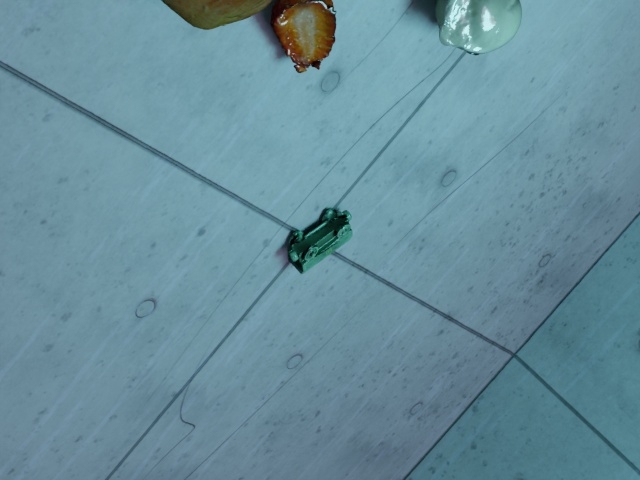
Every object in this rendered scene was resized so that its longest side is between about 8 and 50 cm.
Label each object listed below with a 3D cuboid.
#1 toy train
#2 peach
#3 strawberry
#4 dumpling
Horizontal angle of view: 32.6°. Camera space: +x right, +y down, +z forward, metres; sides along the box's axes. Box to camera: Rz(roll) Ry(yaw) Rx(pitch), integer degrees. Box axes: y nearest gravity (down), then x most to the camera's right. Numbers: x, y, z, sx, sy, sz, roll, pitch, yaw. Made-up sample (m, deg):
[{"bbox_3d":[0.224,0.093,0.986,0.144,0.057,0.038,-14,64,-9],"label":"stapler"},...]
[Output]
[{"bbox_3d":[0.000,0.000,2.417,0.172,0.070,0.099,-35,152,-17],"label":"toy train"},{"bbox_3d":[-0.153,-0.417,1.664,0.232,0.232,0.233,-28,143,-24],"label":"peach"},{"bbox_3d":[-0.035,-0.389,1.965,0.121,0.082,0.188,-16,150,-8],"label":"strawberry"},{"bbox_3d":[0.317,-0.494,2.182,0.175,0.243,0.227,0,117,3],"label":"dumpling"}]
